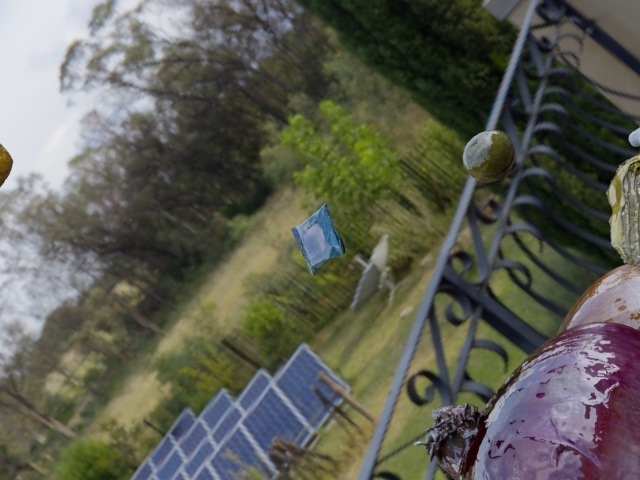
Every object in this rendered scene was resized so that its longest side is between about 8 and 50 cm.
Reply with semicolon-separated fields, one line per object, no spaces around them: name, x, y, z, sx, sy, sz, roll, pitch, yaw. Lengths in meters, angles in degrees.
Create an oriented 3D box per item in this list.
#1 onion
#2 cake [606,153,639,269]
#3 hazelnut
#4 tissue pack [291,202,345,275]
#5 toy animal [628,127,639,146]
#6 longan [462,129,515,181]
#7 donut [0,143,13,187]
onion;0.248;0.247;0.923;0.347;0.285;0.347;-48;-34;-49
cake;0.454;-0.040;1.268;0.116;0.080;0.185;138;133;-78
hazelnut;0.670;0.209;1.777;0.372;0.372;0.315;-47;39;34
tissue pack;0.000;0.000;1.299;0.028;0.085;0.138;-19;-7;-29
toy animal;0.571;-0.124;1.363;0.131;0.127;0.181;127;151;-53
longan;0.231;-0.118;1.158;0.075;0.075;0.083;-42;8;50
donut;-0.551;-0.088;1.327;0.174;0.074;0.190;-41;28;0
